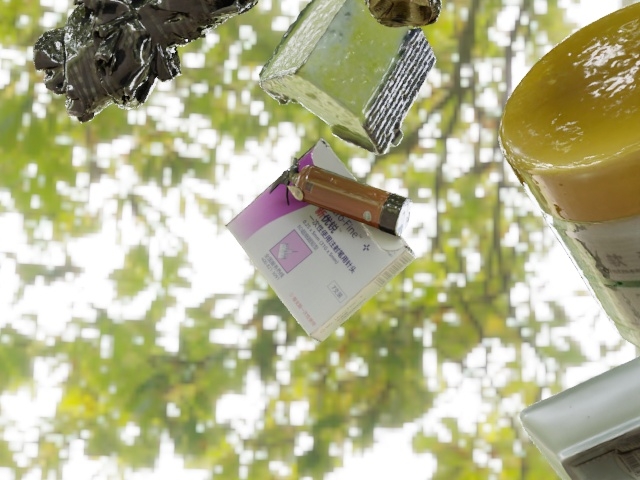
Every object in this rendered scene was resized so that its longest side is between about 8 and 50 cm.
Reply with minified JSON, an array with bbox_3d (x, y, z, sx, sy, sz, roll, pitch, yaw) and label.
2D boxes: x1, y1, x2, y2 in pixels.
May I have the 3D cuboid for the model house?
[{"bbox_3d":[0.056,-0.250,2.372,0.211,0.194,0.170,36,-19,-19],"label":"model house"}]

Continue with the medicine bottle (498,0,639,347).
[{"bbox_3d":[0.308,-0.057,1.407,0.238,0.238,0.232,-11,-54,37],"label":"medicine bottle"}]

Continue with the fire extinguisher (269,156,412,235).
[{"bbox_3d":[0.021,-0.053,1.958,0.177,0.062,0.050,19,22,20],"label":"fire extinguisher"}]

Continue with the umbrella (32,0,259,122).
[{"bbox_3d":[-0.170,-0.249,1.834,0.337,0.154,0.128,-20,-21,20],"label":"umbrella"}]

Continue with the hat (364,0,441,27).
[{"bbox_3d":[0.086,-0.265,1.701,0.076,0.059,0.077,-9,-24,14],"label":"hat"}]

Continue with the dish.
[{"bbox_3d":[0.373,0.241,1.901,0.243,0.080,0.182,-29,-71,28],"label":"dish"}]

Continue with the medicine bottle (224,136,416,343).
[{"bbox_3d":[0.000,0.000,2.013,0.171,0.201,0.052,-41,-28,7],"label":"medicine bottle"}]
